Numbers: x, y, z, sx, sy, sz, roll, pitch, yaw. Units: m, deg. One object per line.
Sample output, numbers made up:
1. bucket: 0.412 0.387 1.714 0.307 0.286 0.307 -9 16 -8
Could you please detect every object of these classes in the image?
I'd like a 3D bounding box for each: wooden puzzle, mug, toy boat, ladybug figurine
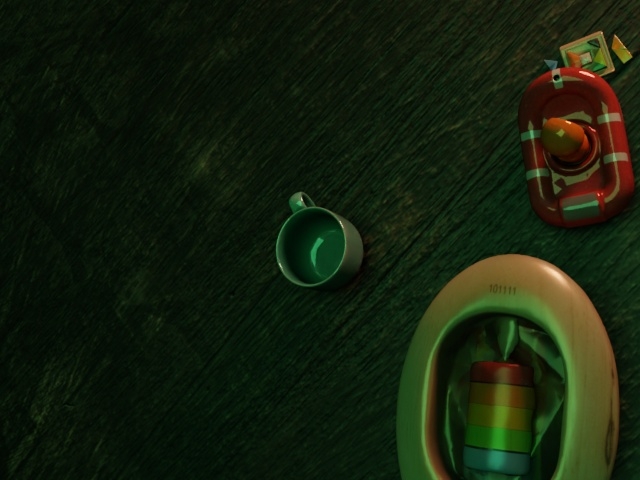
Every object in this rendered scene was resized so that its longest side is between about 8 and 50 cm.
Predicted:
1. wooden puzzle: 0.407 -0.278 1.354 0.116 0.014 0.079 -27 69 21
2. mug: 0.007 0.005 1.454 0.129 0.097 0.158 6 82 28
3. toy boat: 0.357 -0.141 1.274 0.151 0.151 0.231 -12 75 24
4. ladybug figurine: 0.264 0.248 1.239 0.305 0.162 0.450 6 83 29
